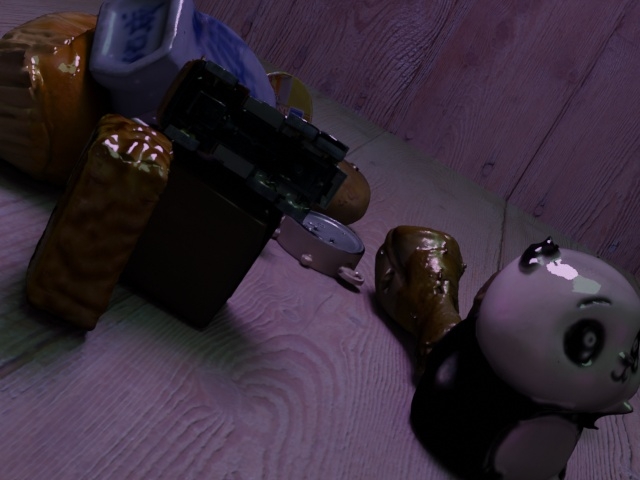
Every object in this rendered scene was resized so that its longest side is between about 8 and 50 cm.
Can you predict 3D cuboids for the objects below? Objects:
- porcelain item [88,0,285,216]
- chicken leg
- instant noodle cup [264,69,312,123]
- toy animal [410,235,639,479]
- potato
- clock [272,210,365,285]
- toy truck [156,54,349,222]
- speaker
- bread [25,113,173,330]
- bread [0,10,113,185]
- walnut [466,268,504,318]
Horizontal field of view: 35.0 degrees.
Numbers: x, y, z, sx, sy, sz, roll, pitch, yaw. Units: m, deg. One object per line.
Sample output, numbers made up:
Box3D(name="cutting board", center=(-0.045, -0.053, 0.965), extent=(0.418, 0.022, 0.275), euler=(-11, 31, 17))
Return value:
Box3D(name="porcelain item", center=(-0.179, -0.186, 1.509), extent=(0.405, 0.179, 0.242), euler=(53, 35, -52))
Box3D(name="chicken leg", center=(0.172, 0.103, 1.606), extent=(0.153, 0.201, 0.429), euler=(-1, 25, -3))
Box3D(name="instant noodle cup", center=(-0.141, -0.288, 2.204), extent=(0.205, 0.205, 0.153), euler=(16, 14, -42))
Box3D(name="toy animal", center=(0.270, 0.152, 1.292), extent=(0.251, 0.310, 0.251), euler=(29, 15, -9))
Box3D(name="potato", center=(-0.031, -0.124, 1.964), extent=(0.296, 0.141, 0.191), euler=(23, 14, -17))
Box3D(name="clock", center=(0.000, 0.000, 1.762), extent=(0.156, 0.063, 0.229), euler=(13, 21, -50))
Box3D(name="toy truck", center=(-0.077, -0.120, 1.234), extent=(0.257, 0.108, 0.140), euler=(31, 4, -20))
Box3D(name="speaker", center=(-0.184, -0.031, 1.285), extent=(0.231, 0.192, 0.153), euler=(34, 15, -1))
Box3D(name="bread", center=(-0.238, -0.027, 1.098), extent=(0.096, 0.222, 0.181), euler=(24, 20, -15))
Box3D(name="bread", center=(-0.354, -0.210, 1.502), extent=(0.183, 0.236, 0.388), euler=(13, 25, 9))
Box3D(name="walnut", center=(0.341, 0.148, 1.671), extent=(0.224, 0.224, 0.224), euler=(28, 15, -8))
